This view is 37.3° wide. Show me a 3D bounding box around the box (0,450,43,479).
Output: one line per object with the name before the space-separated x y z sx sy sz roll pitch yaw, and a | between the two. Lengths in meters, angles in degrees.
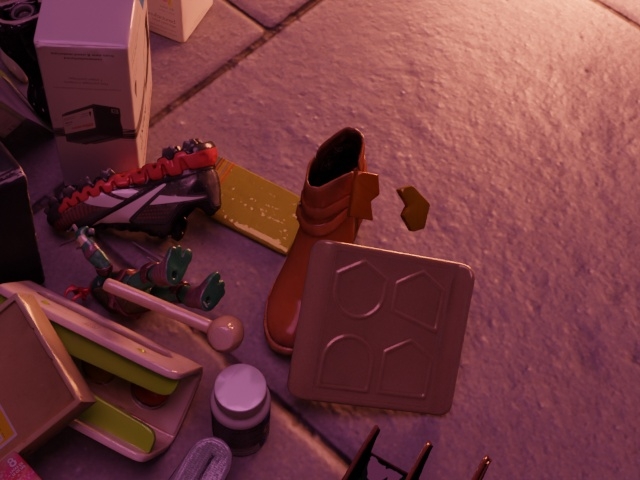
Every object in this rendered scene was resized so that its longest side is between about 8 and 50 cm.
box | -0.405 0.385 1.084 0.122 0.128 0.257 40 63 20

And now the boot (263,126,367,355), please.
boot | 0.000 0.000 1.312 0.109 0.220 0.283 24 58 13

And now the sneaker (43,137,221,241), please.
sneaker | -0.268 -0.049 1.392 0.276 0.097 0.135 -19 96 5

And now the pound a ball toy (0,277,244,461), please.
pound a ball toy | -0.265 0.138 1.234 0.319 0.136 0.208 23 94 11

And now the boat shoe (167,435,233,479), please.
boat shoe | -0.179 0.347 1.162 0.083 0.076 0.226 37 75 6

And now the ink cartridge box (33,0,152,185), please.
ink cartridge box | -0.326 -0.257 1.408 0.129 0.307 0.223 2 56 -6

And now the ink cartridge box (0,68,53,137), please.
ink cartridge box | -0.507 -0.228 1.423 0.056 0.235 0.171 -42 80 -2

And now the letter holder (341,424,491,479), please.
letter holder | 0.055 0.365 1.081 0.152 0.214 0.302 28 59 13

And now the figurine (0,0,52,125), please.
figurine | -0.471 -0.310 1.482 0.092 0.209 0.215 -26 53 -21

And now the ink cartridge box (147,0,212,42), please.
ink cartridge box | -0.294 -0.517 1.552 0.207 0.353 0.119 23 58 11

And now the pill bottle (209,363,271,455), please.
pill bottle | -0.102 0.216 1.213 0.078 0.137 0.078 2 57 -3

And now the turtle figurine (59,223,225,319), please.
turtle figurine | -0.255 0.051 1.318 0.234 0.175 0.118 2 79 38

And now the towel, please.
towel | -0.132 -0.064 1.469 0.237 0.021 0.102 27 64 12

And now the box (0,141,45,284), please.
box | -0.695 -0.062 1.216 0.471 0.297 0.480 -33 69 -25

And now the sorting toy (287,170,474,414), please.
sorting toy | 0.089 0.072 1.273 0.229 0.041 0.307 10 91 -14

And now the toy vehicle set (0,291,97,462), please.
toy vehicle set | -0.421 0.209 1.165 0.267 0.035 0.166 -38 72 9
